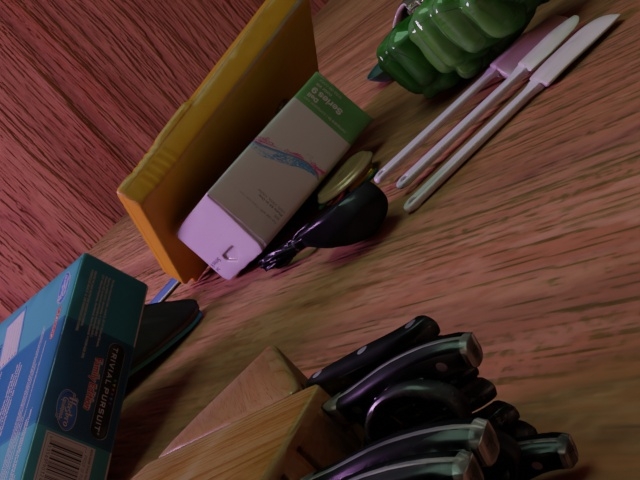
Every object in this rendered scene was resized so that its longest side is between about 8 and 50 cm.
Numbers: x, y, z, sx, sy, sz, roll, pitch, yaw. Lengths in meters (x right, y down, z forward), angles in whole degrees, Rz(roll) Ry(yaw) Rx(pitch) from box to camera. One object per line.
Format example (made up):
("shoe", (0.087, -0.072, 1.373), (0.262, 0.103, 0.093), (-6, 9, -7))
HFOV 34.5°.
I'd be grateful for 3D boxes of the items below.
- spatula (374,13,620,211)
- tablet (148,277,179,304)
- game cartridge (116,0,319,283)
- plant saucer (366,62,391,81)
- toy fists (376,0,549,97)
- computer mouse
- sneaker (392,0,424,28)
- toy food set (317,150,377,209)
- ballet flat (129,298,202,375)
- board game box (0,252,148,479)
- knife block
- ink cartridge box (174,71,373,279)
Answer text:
("spatula", (0.152, -0.122, 0.940), (0.242, 0.019, 0.168), (-44, 18, 3))
("tablet", (-0.220, 0.073, 1.462), (0.083, 0.006, 0.054), (-50, 15, -22))
("game cartridge", (-0.111, -0.118, 1.281), (0.323, 0.053, 0.285), (-53, -16, -16))
("plant saucer", (0.117, -0.263, 1.467), (0.119, 0.021, 0.119), (-40, 14, 12))
("toy fists", (0.146, -0.221, 1.069), (0.142, 0.096, 0.279), (-35, 5, -13))
("computer mouse", (0.000, 0.000, 0.981), (0.071, 0.041, 0.242), (-40, 4, -25))
("sneaker", (0.170, -0.352, 1.515), (0.086, 0.064, 0.192), (-57, 17, -20))
("toy food set", (0.028, -0.065, 1.118), (0.083, 0.020, 0.082), (-40, 14, 13))
("ballet flat", (-0.265, 0.142, 1.182), (0.280, 0.096, 0.095), (-42, 13, 7))
("board game box", (-0.311, 0.197, 1.011), (0.336, 0.079, 0.253), (-33, 37, 39))
("knife block", (-0.024, 0.147, 0.456), (0.276, 0.088, 0.242), (-43, 12, -1))
("ink cartridge box", (-0.056, -0.071, 1.186), (0.212, 0.093, 0.154), (-53, 6, -26))
